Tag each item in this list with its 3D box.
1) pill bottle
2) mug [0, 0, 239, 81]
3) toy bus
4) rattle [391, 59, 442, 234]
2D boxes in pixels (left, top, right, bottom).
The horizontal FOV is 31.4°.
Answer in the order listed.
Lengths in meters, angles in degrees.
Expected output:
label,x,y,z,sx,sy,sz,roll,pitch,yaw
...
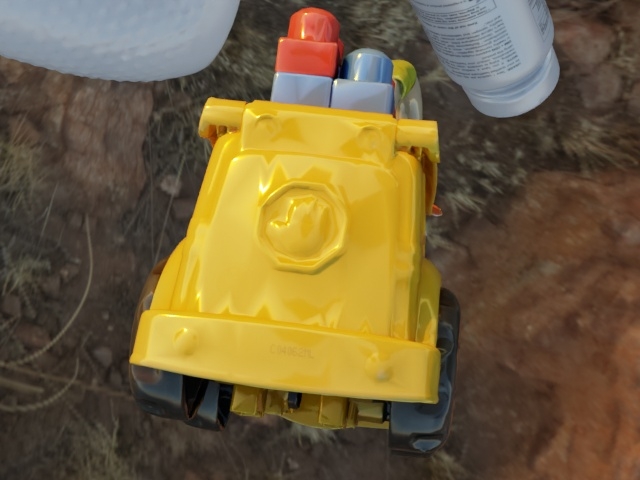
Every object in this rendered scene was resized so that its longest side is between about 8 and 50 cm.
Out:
label,x,y,z,sx,sy,sz,roll,pitch,yaw
pill bottle,0.215,-0.302,1.508,0.160,0.160,0.283,-35,136,1
mug,-0.282,-0.363,1.410,0.328,0.374,0.276,15,123,-25
toy bus,0.000,0.000,0.594,0.149,0.220,0.212,5,76,6
rattle,0.043,-0.092,1.179,0.142,0.130,0.200,-7,145,10
